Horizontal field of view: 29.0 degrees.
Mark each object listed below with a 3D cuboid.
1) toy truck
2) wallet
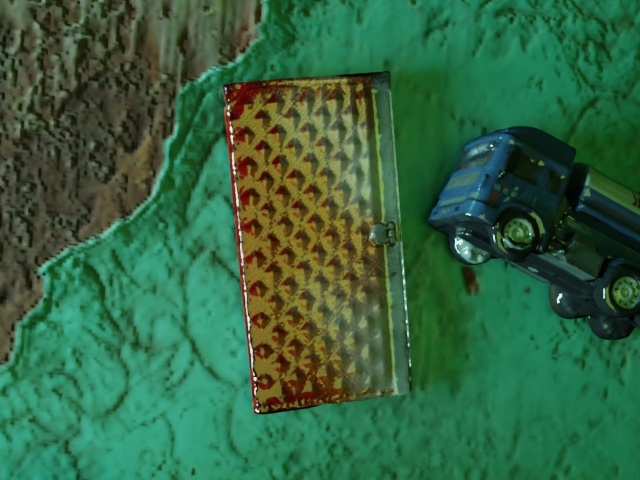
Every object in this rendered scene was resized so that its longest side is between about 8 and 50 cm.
[{"bbox_3d":[0.171,0.003,0.755,0.202,0.074,0.088,27,79,-14],"label":"toy truck"},{"bbox_3d":[0.000,0.000,0.735,0.103,0.020,0.196,-5,92,-15],"label":"wallet"}]
